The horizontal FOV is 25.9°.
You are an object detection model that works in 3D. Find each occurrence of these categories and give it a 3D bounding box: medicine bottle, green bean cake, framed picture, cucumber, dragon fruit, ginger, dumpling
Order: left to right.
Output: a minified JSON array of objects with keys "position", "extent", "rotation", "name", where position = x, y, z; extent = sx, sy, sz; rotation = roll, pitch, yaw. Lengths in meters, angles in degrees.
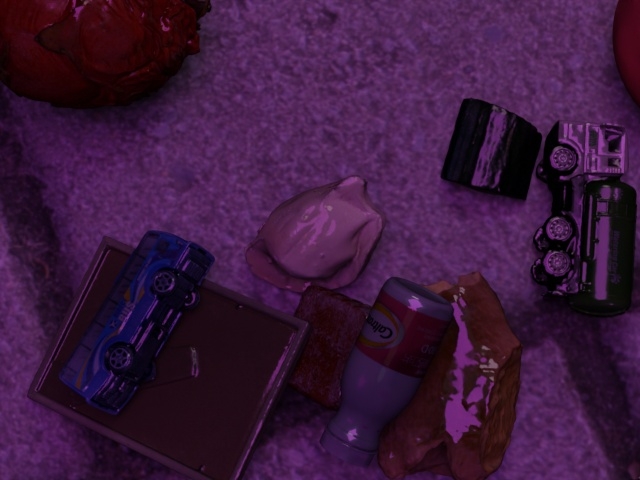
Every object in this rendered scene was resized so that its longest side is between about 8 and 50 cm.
[{"position":[-0.312,-0.304,1.771],"extent":[0.343,0.277,0.277],"rotation":[8,80,6],"name":"dragon fruit"},{"position":[-0.196,0.154,1.763],"extent":[0.324,0.020,0.240],"rotation":[21,82,23],"name":"framed picture"},{"position":[0.000,0.000,1.767],"extent":[0.199,0.118,0.136],"rotation":[-38,92,26],"name":"dumpling"},{"position":[0.016,0.134,1.732],"extent":[0.135,0.056,0.135],"rotation":[25,96,50],"name":"green bean cake"},{"position":[0.073,0.156,1.634],"extent":[0.090,0.090,0.216],"rotation":[26,98,10],"name":"medicine bottle"},{"position":[0.142,0.167,1.715],"extent":[0.221,0.130,0.275],"rotation":[22,83,20],"name":"ginger"},{"position":[0.221,-0.117,1.792],"extent":[0.116,0.062,0.115],"rotation":[16,85,10],"name":"cucumber"}]

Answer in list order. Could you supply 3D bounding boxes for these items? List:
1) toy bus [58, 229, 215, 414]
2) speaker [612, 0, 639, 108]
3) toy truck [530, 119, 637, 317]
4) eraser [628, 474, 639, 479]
[{"position":[-0.231,0.097,1.738],"extent":[0.094,0.079,0.236],"rotation":[28,83,26],"name":"toy bus"},{"position":[0.507,-0.263,1.734],"extent":[0.294,0.294,0.294],"rotation":[-1,79,5],"name":"speaker"},{"position":[0.334,-0.026,1.744],"extent":[0.125,0.101,0.242],"rotation":[3,82,1],"name":"toy truck"},{"position":[0.535,0.208,1.590],"extent":[0.359,0.272,0.122],"rotation":[-39,78,-3],"name":"eraser"}]
